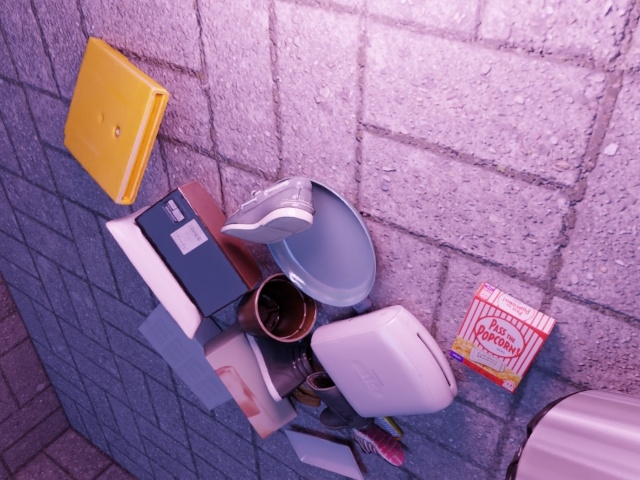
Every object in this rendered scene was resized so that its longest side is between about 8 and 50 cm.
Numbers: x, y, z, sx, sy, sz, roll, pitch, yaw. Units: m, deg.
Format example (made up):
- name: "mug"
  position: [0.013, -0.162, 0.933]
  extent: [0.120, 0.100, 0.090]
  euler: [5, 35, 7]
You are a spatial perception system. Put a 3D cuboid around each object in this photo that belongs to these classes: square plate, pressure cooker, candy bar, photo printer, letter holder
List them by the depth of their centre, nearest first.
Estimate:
- name: "pressure cooker"
  position: [0.529, 0.428, 0.848]
  extent: [0.370, 0.375, 0.420]
  euler: [48, 160, -12]
- name: "photo printer"
  position: [0.149, 0.281, 1.344]
  extent: [0.307, 0.107, 0.256]
  euler: [-23, 104, 49]
- name: "letter holder"
  position: [-0.287, 0.007, 1.509]
  extent: [0.152, 0.214, 0.302]
  euler: [-32, 97, 18]
- name: "candy bar"
  position: [0.160, 0.459, 1.546]
  extent: [0.161, 0.018, 0.040]
  euler: [51, 140, -1]
- name: "square plate"
  position: [-0.389, 0.061, 1.555]
  extent: [0.049, 0.347, 0.344]
  euler: [-34, 98, 7]

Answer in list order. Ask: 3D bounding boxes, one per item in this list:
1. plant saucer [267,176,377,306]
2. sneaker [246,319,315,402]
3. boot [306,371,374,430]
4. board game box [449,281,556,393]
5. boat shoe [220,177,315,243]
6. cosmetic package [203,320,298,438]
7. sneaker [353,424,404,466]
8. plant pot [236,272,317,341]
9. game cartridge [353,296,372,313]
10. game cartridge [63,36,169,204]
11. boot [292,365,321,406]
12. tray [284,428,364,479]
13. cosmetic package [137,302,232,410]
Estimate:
- name: "plant saucer"
  position: [0.000, 0.000, 1.294]
  extent: [0.318, 0.044, 0.317]
  euler: [25, 133, 30]
- name: "sneaker"
  position: [-0.109, 0.272, 1.589]
  extent: [0.295, 0.147, 0.104]
  euler: [63, 179, 28]
- name: "boot"
  position: [0.025, 0.424, 1.550]
  extent: [0.190, 0.076, 0.208]
  euler: [-15, 135, 36]
- name: "board game box"
  position: [0.346, 0.190, 1.143]
  extent: [0.147, 0.045, 0.193]
  euler: [29, 136, 22]
- name: "boat shoe"
  position: [-0.115, -0.060, 1.281]
  extent: [0.116, 0.099, 0.319]
  euler: [17, 163, -31]
- name: "cosmetic package"
  position: [-0.203, 0.399, 1.699]
  extent: [0.296, 0.129, 0.153]
  euler: [59, 173, -10]
- name: "sneaker"
  position: [0.153, 0.553, 1.594]
  extent: [0.170, 0.063, 0.074]
  euler: [32, 137, 26]
- name: "plant pot"
  position: [-0.119, 0.175, 1.474]
  extent: [0.167, 0.167, 0.165]
  euler: [55, 148, -8]
- name: "game cartridge"
  position: [0.079, 0.127, 1.357]
  extent: [0.083, 0.017, 0.056]
  euler: [47, 144, 2]
- name: "game cartridge"
  position: [-0.490, -0.284, 1.378]
  extent: [0.324, 0.053, 0.285]
  euler: [41, 116, 35]
- name: "boot"
  position: [-0.079, 0.389, 1.666]
  extent: [0.197, 0.073, 0.152]
  euler: [26, 139, 29]
- name: "tray"
  position: [0.014, 0.652, 1.821]
  extent: [0.270, 0.030, 0.145]
  euler: [-2, 118, 43]
- name: "cosmetic package"
  position: [-0.402, 0.358, 1.909]
  extent: [0.377, 0.097, 0.284]
  euler: [50, 142, -1]
